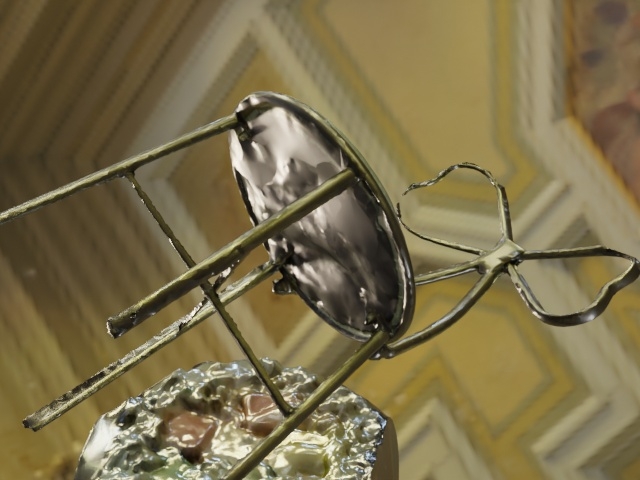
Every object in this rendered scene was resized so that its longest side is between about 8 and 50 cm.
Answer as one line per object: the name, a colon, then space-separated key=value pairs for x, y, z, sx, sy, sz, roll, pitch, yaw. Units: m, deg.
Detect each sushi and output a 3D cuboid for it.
sushi: x=-0.077 y=0.317 z=1.838 sx=0.328 sy=0.328 sz=0.285 roll=4 pitch=-54 yaw=7

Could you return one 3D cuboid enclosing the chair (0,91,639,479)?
chair: x=0.000 y=0.000 z=0.919 sx=0.160 sy=0.325 sz=0.170 roll=29 pitch=-39 yaw=45
